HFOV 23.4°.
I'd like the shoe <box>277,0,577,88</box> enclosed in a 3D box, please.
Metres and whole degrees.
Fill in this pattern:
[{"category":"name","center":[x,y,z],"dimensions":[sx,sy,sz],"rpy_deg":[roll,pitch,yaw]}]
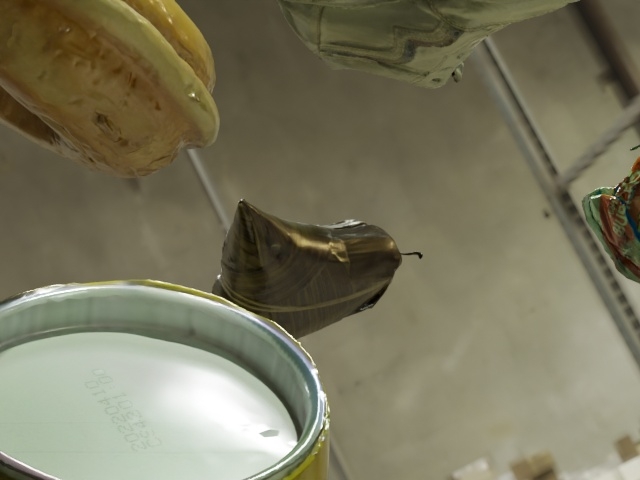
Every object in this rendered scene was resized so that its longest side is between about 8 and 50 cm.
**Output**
[{"category":"shoe","center":[0.110,-0.220,1.371],"dimensions":[0.342,0.132,0.210],"rpy_deg":[3,-31,26]}]

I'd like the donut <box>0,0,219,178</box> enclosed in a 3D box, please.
[{"category":"donut","center":[-0.300,-0.229,1.674],"dimensions":[0.198,0.448,0.449],"rpy_deg":[-59,-9,-10]}]

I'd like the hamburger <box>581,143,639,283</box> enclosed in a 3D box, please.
[{"category":"hamburger","center":[0.485,-0.036,1.900],"dimensions":[0.260,0.276,0.150],"rpy_deg":[-52,7,25]}]

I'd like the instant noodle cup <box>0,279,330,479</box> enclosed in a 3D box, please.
[{"category":"instant noodle cup","center":[-0.132,0.193,1.025],"dimensions":[0.325,0.325,0.254],"rpy_deg":[-16,-53,-39]}]

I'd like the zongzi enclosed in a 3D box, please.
[{"category":"zongzi","center":[0.000,0.000,1.254],"dimensions":[0.187,0.084,0.184],"rpy_deg":[-25,-33,-28]}]
